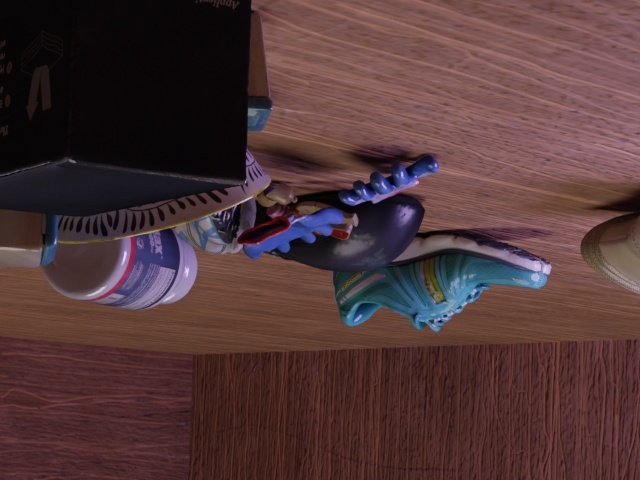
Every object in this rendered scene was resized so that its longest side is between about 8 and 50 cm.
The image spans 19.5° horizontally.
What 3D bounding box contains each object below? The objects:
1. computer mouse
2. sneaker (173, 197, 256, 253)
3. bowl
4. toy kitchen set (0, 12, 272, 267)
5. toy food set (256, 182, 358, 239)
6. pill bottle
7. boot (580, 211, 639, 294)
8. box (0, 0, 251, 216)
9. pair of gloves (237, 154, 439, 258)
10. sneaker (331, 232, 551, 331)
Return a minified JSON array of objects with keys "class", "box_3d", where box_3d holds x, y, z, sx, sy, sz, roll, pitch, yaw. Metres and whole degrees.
[{"class":"computer mouse","box_3d":[0.000,0.000,1.923,0.188,0.072,0.272,9,170,-38]},{"class":"sneaker","box_3d":[-0.105,-0.037,1.639,0.086,0.085,0.237,11,169,3]},{"class":"bowl","box_3d":[-0.127,-0.061,1.361,0.170,0.080,0.170,-13,-166,3]},{"class":"toy kitchen set","box_3d":[-0.128,-0.061,1.202,0.166,0.122,0.207,3,166,-10]},{"class":"toy food set","box_3d":[-0.019,-0.029,1.803,0.122,0.019,0.078,17,157,11]},{"class":"pill bottle","box_3d":[-0.209,0.018,1.977,0.108,0.108,0.180,-1,172,24]},{"class":"boot","box_3d":[0.406,0.013,1.828,0.262,0.095,0.203,5,172,-13]},{"class":"box","box_3d":[-0.109,-0.098,0.859,0.093,0.158,0.156,7,172,-34]},{"class":"pair of gloves","box_3d":[0.017,-0.027,1.647,0.198,0.023,0.159,-23,175,10]},{"class":"sneaker","box_3d":[0.138,0.050,2.129,0.275,0.110,0.107,-4,171,33]}]
